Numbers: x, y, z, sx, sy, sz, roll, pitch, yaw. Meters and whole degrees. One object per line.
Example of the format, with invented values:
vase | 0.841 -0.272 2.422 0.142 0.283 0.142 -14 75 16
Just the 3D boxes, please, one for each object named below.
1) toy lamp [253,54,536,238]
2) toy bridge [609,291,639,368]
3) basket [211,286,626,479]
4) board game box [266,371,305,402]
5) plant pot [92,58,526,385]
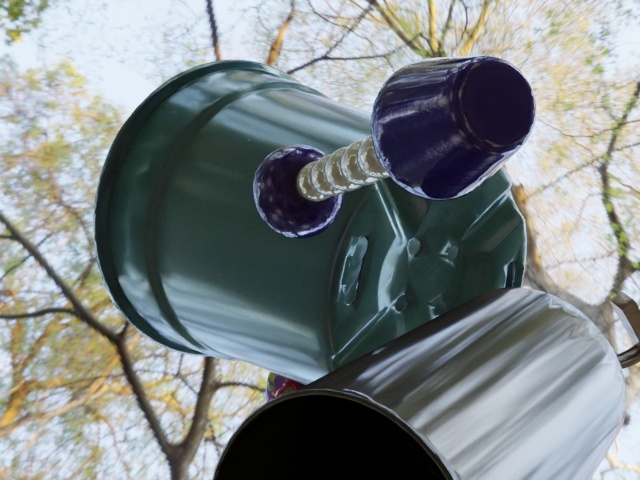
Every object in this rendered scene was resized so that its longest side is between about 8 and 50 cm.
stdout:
toy lamp | 0.033 -0.050 0.583 0.080 0.274 0.080 4 -99 -22
toy bridge | 0.287 0.076 0.873 0.188 0.026 0.063 -35 -67 0
basket | 0.070 0.124 0.535 0.154 0.227 0.204 31 -57 24
board game box | -0.021 0.210 1.134 0.168 0.033 0.133 11 -72 45
plant pot | 0.000 0.000 0.966 0.334 0.341 0.341 18 -76 49
